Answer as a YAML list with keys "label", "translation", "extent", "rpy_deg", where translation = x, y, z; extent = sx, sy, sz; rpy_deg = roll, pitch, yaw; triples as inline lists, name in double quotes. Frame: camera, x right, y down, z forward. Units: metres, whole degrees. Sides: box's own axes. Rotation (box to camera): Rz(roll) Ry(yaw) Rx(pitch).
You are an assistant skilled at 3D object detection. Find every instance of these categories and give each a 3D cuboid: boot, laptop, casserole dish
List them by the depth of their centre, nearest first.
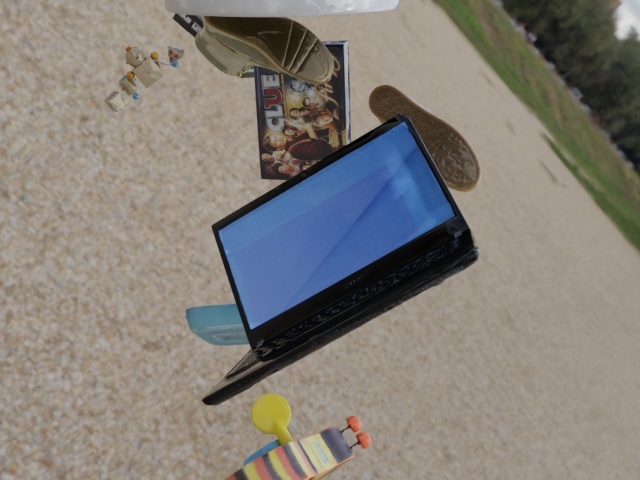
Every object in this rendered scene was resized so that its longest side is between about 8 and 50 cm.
- label: "laptop"
  translation: [0.000, 0.000, 0.753]
  extent: [0.137, 0.234, 0.264]
  rpy_deg: [59, 10, -1]
- label: "casserole dish"
  translation: [-0.116, 0.128, 1.313]
  extent: [0.114, 0.188, 0.037]
  rpy_deg: [49, 41, -59]
- label: "boot"
  translation: [-0.092, -0.292, 1.359]
  extent: [0.213, 0.077, 0.165]
  rpy_deg: [26, -12, -11]

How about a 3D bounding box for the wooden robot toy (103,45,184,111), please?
- label: "wooden robot toy"
  translation: [-0.333, -0.316, 1.584]
  extent: [0.079, 0.173, 0.076]
  rpy_deg: [51, -1, -30]

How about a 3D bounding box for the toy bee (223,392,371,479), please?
- label: "toy bee"
  translation: [-0.020, 0.285, 1.165]
  extent: [0.195, 0.162, 0.298]
  rpy_deg: [55, 4, -5]

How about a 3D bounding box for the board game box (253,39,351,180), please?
- label: "board game box"
  translation: [-0.030, -0.226, 1.538]
  extent: [0.042, 0.165, 0.243]
  rpy_deg: [-56, 146, -65]

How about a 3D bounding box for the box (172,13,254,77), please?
- label: "box"
  translation: [-0.159, -0.383, 1.670]
  extent: [0.184, 0.045, 0.190]
  rpy_deg: [45, 27, 12]

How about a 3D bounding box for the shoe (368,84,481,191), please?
- label: "shoe"
  translation: [0.164, -0.156, 1.325]
  extent: [0.219, 0.076, 0.058]
  rpy_deg: [47, 10, 17]

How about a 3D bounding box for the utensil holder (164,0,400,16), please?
- label: "utensil holder"
  translation: [-0.049, -0.477, 1.053]
  extent: [0.327, 0.327, 0.386]
  rpy_deg: [-71, 161, -71]
